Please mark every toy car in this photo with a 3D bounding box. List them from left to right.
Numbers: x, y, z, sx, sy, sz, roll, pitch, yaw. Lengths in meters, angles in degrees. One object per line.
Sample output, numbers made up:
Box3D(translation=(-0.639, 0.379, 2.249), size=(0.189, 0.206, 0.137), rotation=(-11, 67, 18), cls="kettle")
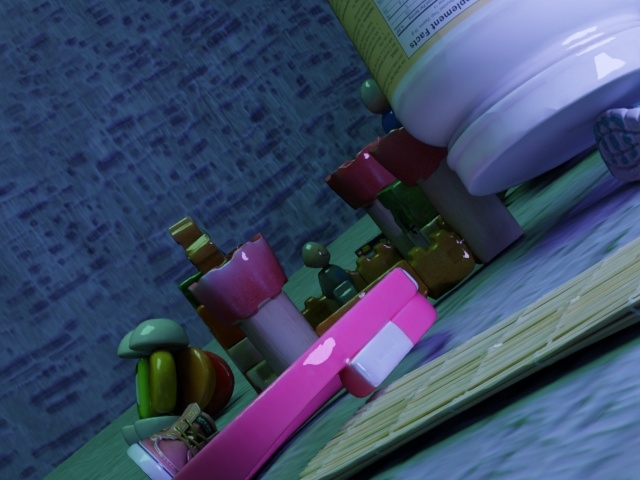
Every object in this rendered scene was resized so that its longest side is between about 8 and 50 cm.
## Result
Box3D(translation=(-0.181, 0.185, 1.788), size=(0.136, 0.159, 0.182), rotation=(-2, -12, -20), cls="toy car")

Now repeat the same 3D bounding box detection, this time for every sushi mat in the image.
Box3D(translation=(0.109, 0.066, 0.832), size=(0.316, 0.019, 0.151), rotation=(-37, 3, 40), cls="sushi mat")

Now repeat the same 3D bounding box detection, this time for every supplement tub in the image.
Box3D(translation=(0.129, -0.229, 1.190), size=(0.241, 0.331, 0.241), rotation=(-29, -13, -7), cls="supplement tub")

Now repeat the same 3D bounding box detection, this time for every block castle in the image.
Box3D(translation=(0.000, 0.000, 1.474), size=(0.303, 0.213, 0.453), rotation=(-38, 2, -6), cls="block castle")

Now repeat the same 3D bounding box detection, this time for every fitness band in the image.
Box3D(translation=(-0.015, 0.118, 1.064), size=(0.209, 0.054, 0.291), rotation=(-42, -3, 28), cls="fitness band")

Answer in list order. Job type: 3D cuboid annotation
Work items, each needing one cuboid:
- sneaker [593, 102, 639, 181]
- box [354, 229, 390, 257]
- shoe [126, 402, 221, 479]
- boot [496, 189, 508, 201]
Box3D(translation=(0.280, -0.093, 1.105), size=(0.076, 0.065, 0.166), rotation=(-20, -2, -23), cls="sneaker")
Box3D(translation=(0.127, -0.021, 2.315), size=(0.137, 0.027, 0.094), rotation=(-36, 2, 39), cls="box")
Box3D(translation=(-0.141, 0.204, 1.402), size=(0.081, 0.063, 0.178), rotation=(-43, -2, -6), cls="shoe")
Box3D(translation=(0.205, -0.057, 1.664), size=(0.106, 0.037, 0.114), rotation=(-51, 1, -7), cls="boot")
